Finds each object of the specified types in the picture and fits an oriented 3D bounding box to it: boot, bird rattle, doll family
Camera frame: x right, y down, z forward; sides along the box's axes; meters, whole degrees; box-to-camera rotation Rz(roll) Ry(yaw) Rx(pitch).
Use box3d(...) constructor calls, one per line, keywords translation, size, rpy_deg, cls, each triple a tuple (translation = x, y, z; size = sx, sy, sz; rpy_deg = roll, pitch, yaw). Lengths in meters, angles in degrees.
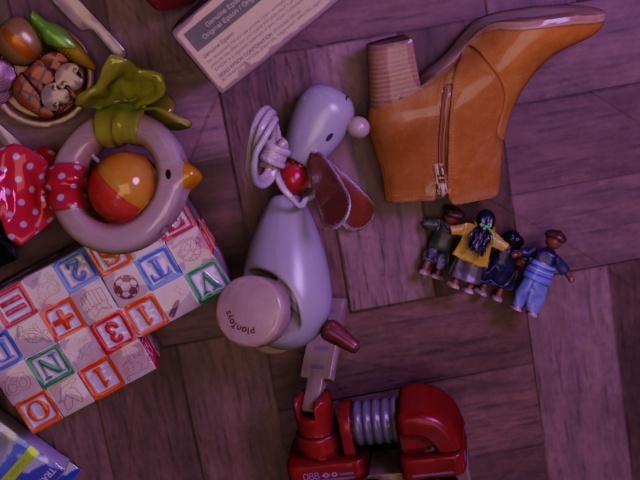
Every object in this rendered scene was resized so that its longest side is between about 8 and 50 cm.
box3d(translation=(0.203, -0.156, 1.411), size=(0.295, 0.104, 0.211), rpy_deg=(-11, 108, 3), cls="boot")
box3d(translation=(-0.248, -0.076, 1.331), size=(0.253, 0.143, 0.207), rpy_deg=(-44, 69, -4), cls="bird rattle")
box3d(translation=(0.217, 0.017, 1.458), size=(0.193, 0.076, 0.111), rpy_deg=(20, 96, -14), cls="doll family")

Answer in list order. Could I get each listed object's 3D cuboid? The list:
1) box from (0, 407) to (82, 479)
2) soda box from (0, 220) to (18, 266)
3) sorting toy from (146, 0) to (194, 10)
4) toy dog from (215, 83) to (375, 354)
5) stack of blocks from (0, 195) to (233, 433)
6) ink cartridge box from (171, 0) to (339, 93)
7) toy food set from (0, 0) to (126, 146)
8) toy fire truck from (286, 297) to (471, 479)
box3d(translation=(-0.401, 0.277, 1.475), size=(0.178, 0.042, 0.109), rpy_deg=(40, 97, -11), cls="box")
box3d(translation=(-0.411, -0.024, 1.351), size=(0.060, 0.169, 0.053), rpy_deg=(-24, 59, 1), cls="soda box")
box3d(translation=(-0.086, -0.423, 1.337), size=(0.365, 0.127, 0.126), rpy_deg=(-40, 73, 1), cls="sorting toy")
box3d(translation=(0.000, 0.000, 1.378), size=(0.161, 0.220, 0.333), rpy_deg=(17, 110, 13), cls="toy dog")
box3d(translation=(-0.254, 0.080, 1.421), size=(0.297, 0.087, 0.171), rpy_deg=(-29, 103, 2), cls="stack of blocks")
box3d(translation=(-0.061, -0.260, 1.288), size=(0.193, 0.234, 0.088), rpy_deg=(-40, 103, 4), cls="ink cartridge box")
box3d(translation=(-0.330, -0.194, 1.380), size=(0.192, 0.038, 0.132), rpy_deg=(-44, 102, 5), cls="toy food set")
box3d(translation=(0.061, 0.205, 1.445), size=(0.217, 0.158, 0.246), rpy_deg=(-8, 112, 11), cls="toy fire truck")
